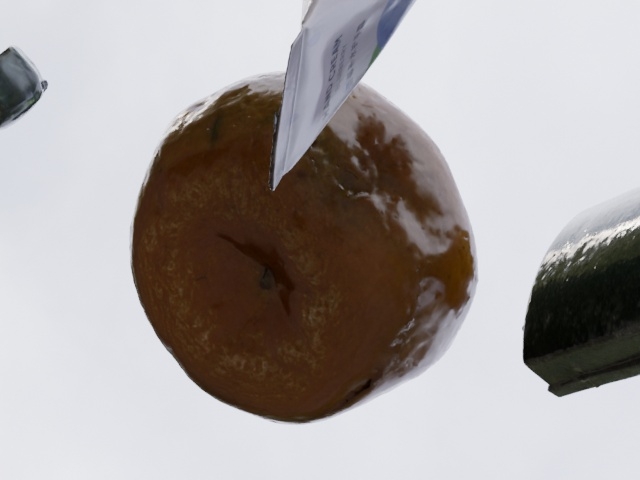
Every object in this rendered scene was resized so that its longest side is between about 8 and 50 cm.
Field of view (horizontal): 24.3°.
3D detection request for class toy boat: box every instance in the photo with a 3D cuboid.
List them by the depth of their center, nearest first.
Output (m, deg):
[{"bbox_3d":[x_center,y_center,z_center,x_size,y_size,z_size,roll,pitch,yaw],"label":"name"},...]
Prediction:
[{"bbox_3d":[0.247,0.013,0.934,0.092,0.141,0.319,35,-29,-17],"label":"toy boat"}]

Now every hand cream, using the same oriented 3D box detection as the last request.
[{"bbox_3d":[0.014,-0.094,0.563,0.053,0.142,0.084,19,-34,6],"label":"hand cream"}]

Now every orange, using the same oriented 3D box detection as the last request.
[{"bbox_3d":[0.000,0.000,1.043,0.249,0.183,0.249,8,-70,23],"label":"orange"}]

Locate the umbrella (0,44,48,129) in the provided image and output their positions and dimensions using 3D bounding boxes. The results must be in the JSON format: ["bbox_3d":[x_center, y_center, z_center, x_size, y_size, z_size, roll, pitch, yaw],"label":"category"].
[{"bbox_3d":[-0.256,-0.203,0.749,0.349,0.143,0.094,54,-19,-13],"label":"umbrella"}]
